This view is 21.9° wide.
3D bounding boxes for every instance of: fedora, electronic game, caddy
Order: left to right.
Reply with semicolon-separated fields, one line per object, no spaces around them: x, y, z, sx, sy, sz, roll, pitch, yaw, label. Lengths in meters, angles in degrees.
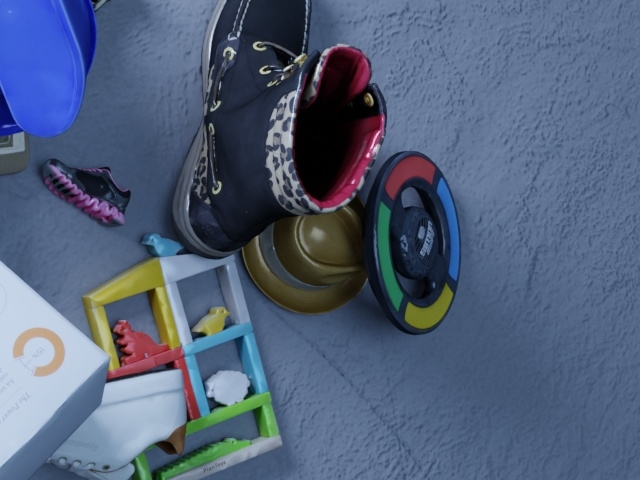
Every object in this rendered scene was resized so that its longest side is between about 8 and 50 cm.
-0.361;-0.241;1.659;0.241;0.179;0.341;-17;121;0;caddy
0.000;0.000;2.017;0.194;0.079;0.194;0;90;-31;fedora
0.117;0.003;2.057;0.229;0.048;0.229;8;80;-58;electronic game

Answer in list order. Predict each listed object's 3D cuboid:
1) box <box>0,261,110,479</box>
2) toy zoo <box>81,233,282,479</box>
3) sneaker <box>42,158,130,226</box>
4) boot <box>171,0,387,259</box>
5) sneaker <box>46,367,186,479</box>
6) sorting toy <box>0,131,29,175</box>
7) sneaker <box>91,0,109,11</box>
-0.410;0.102;1.646;0.345;0.168;0.215;41;67;7;box
-0.165;0.134;1.947;0.192;0.030;0.293;-19;99;-29;toy zoo
-0.264;-0.065;1.887;0.119;0.047;0.057;38;65;-32;sneaker
-0.034;-0.172;1.874;0.138;0.284;0.377;24;72;-25;boot
-0.270;0.221;1.806;0.290;0.106;0.123;-9;91;-30;sneaker
-0.468;-0.169;1.756;0.307;0.041;0.229;-7;103;-24;sorting toy
-0.294;-0.262;1.851;0.188;0.071;0.066;-45;111;-23;sneaker
